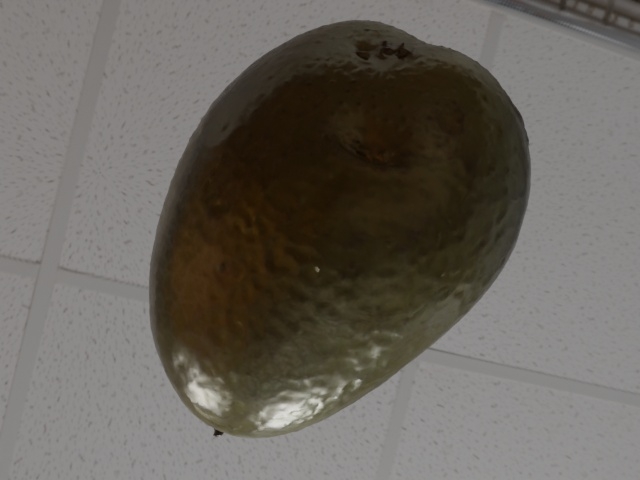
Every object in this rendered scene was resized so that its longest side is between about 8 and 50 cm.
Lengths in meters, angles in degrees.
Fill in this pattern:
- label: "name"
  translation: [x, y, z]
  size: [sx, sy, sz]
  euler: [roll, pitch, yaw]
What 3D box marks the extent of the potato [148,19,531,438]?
- label: "potato"
  translation: [0.000, 0.000, 0.433]
  size: [0.159, 0.174, 0.251]
  euler: [27, -83, -50]
